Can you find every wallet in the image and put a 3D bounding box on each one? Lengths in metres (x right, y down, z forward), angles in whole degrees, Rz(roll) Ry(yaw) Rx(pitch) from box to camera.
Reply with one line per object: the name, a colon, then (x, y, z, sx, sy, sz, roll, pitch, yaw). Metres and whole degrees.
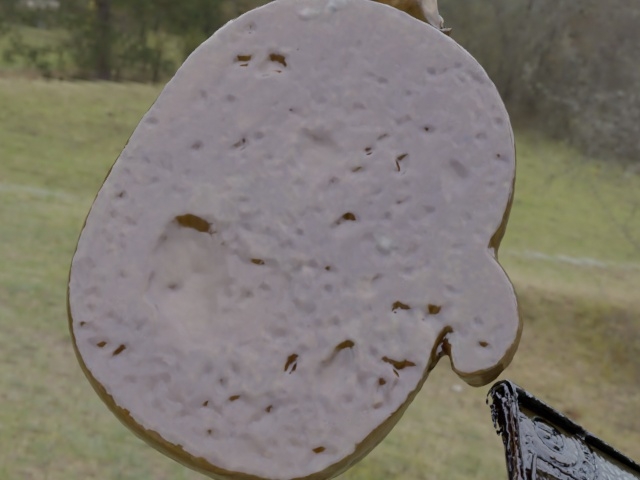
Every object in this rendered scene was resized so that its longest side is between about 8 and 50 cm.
wallet: (0.221, 0.199, 0.957, 0.243, 0.039, 0.133, 33, 32, -23)

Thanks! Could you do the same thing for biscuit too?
biscuit: (0.000, 0.000, 0.951, 0.314, 0.367, 0.063, 28, -17, 8)

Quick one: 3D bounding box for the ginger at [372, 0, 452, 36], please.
ginger: (0.067, -0.349, 1.428, 0.133, 0.309, 0.107, 8, -22, -38)
